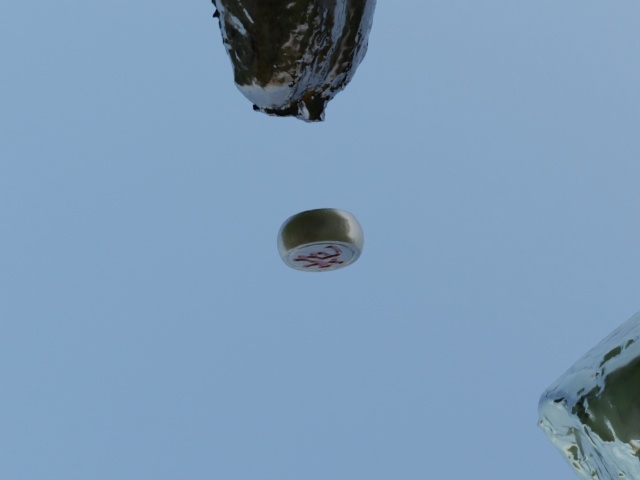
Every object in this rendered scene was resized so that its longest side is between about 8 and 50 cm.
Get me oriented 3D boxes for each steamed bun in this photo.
[{"bbox_3d":[0.368,0.139,1.327,0.312,0.334,0.233,-37,-94,0],"label":"steamed bun"}]

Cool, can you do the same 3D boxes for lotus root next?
[{"bbox_3d":[-0.012,-0.251,1.231,0.167,0.078,0.329,-8,-72,-21],"label":"lotus root"}]

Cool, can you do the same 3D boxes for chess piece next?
[{"bbox_3d":[0.000,0.000,1.475,0.083,0.083,0.038,-11,-112,15],"label":"chess piece"}]
